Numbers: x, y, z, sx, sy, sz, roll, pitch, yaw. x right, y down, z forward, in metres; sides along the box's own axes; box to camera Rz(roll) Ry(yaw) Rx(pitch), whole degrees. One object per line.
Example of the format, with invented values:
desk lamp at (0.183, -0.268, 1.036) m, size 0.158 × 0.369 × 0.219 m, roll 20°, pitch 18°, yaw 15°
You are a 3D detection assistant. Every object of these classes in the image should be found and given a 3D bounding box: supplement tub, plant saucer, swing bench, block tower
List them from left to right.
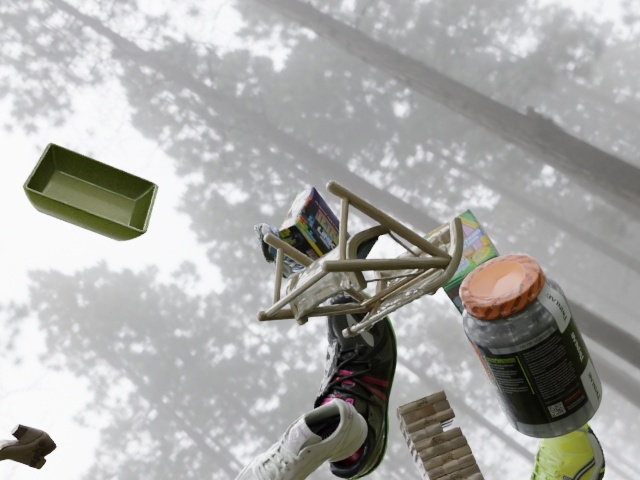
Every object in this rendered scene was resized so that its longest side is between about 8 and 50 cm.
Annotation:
plant saucer at (-0.352, -0.066, 1.439) m, size 0.188 × 0.188 × 0.045 m, roll 21°, pitch -67°, yaw -13°
swing bench at (0.064, 0.049, 1.547) m, size 0.254 × 0.165 × 0.253 m, roll 16°, pitch -29°, yaw -23°
block tower at (0.236, 0.431, 1.591) m, size 0.097 × 0.335 × 0.091 m, roll -20°, pitch -22°, yaw -5°
supplement tub at (0.383, 0.193, 1.723) m, size 0.193 × 0.193 × 0.316 m, roll -40°, pitch -62°, yaw -21°

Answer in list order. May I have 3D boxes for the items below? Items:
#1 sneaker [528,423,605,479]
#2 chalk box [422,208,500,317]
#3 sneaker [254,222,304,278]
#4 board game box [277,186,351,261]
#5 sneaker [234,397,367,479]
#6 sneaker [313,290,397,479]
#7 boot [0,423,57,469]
sneaker at (0.524, 0.532, 2.059) m, size 0.147 × 0.145 × 0.385 m, roll -20°, pitch -62°, yaw -24°
chalk box at (0.312, 0.066, 1.913) m, size 0.132 × 0.213 × 0.132 m, roll -32°, pitch -50°, yaw 9°
sneaker at (-0.072, 0.009, 1.872) m, size 0.081 × 0.080 × 0.211 m, roll -22°, pitch -21°, yaw 9°
board game box at (0.000, 0.000, 1.863) m, size 0.170 × 0.048 × 0.141 m, roll 52°, pitch -145°, yaw -22°
sneaker at (-0.059, 0.398, 1.760) m, size 0.305 × 0.114 × 0.152 m, roll -37°, pitch -35°, yaw -8°
sneaker at (0.083, 0.349, 2.258) m, size 0.202 × 0.185 × 0.483 m, roll -13°, pitch -81°, yaw -71°
boot at (-0.531, 0.380, 1.659) m, size 0.118 × 0.042 × 0.087 m, roll -43°, pitch -63°, yaw 5°
